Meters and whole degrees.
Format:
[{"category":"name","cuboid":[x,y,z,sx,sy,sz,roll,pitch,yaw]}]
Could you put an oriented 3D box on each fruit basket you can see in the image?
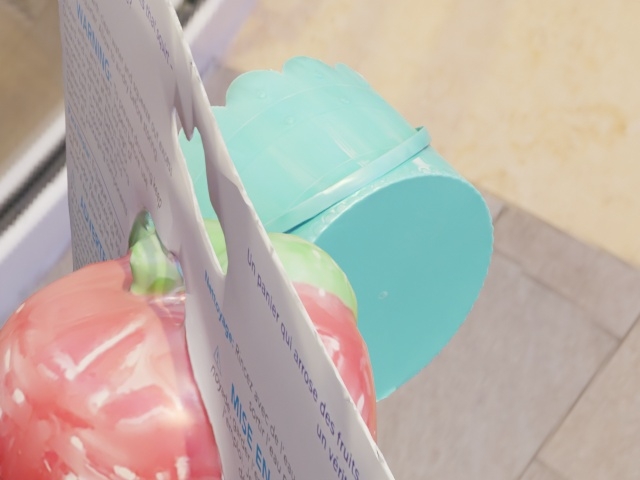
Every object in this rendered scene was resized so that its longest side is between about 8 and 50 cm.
[{"category":"fruit basket","cuboid":[-0.024,0.105,0.561,0.165,0.353,0.327,-5,38,-19]}]

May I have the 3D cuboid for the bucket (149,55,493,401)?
[{"category":"bucket","cuboid":[0.000,0.000,1.673,0.281,0.281,0.183,-25,45,-27]}]
